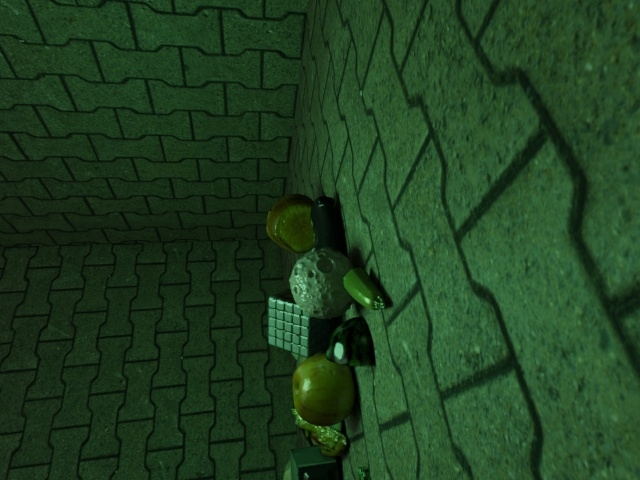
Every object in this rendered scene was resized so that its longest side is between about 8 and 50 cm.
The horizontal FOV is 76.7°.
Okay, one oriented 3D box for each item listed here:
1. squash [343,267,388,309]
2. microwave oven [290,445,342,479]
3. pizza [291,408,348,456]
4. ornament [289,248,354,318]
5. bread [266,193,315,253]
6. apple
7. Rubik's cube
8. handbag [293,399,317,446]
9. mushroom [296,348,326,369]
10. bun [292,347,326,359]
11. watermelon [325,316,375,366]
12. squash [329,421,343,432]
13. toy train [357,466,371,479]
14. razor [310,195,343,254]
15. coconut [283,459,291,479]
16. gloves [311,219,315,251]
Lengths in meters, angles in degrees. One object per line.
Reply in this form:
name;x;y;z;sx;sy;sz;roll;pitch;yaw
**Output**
squash;0.150;0.160;1.253;0.224;0.094;0.094;-139;48;-66
microwave oven;-0.015;1.182;1.885;0.286;0.218;0.355;134;134;-73
pizza;-0.023;0.862;1.810;0.075;0.288;0.280;-46;-18;-36
ornament;0.015;0.151;1.481;0.225;0.259;0.259;95;168;-54
bread;-0.114;-0.079;2.046;0.172;0.312;0.312;-141;49;-63
apple;0.011;0.595;1.612;0.286;0.233;0.286;179;90;-78
Rubik's cube;-0.076;0.351;1.802;0.237;0.238;0.237;-14;-72;-56
handbag;-0.046;1.021;2.241;0.342;0.152;0.288;120;136;-76
mushroom;-0.005;0.590;1.875;0.226;0.178;0.226;11;107;39
bun;-0.042;0.484;2.075;0.283;0.179;0.283;-6;82;58
watermelon;0.114;0.363;1.381;0.193;0.137;0.145;-50;8;-6
squash;0.008;0.821;1.894;0.288;0.203;0.111;100;-163;-57
toy train;0.155;0.839;1.431;0.083;0.033;0.053;-108;24;-56
razor;0.027;-0.010;1.742;0.204;0.113;0.349;113;155;-63
coconut;-0.078;1.261;2.150;0.247;0.245;0.245;104;162;-76
gloves;0.005;-0.004;1.908;0.119;0.097;0.229;77;-169;-80
